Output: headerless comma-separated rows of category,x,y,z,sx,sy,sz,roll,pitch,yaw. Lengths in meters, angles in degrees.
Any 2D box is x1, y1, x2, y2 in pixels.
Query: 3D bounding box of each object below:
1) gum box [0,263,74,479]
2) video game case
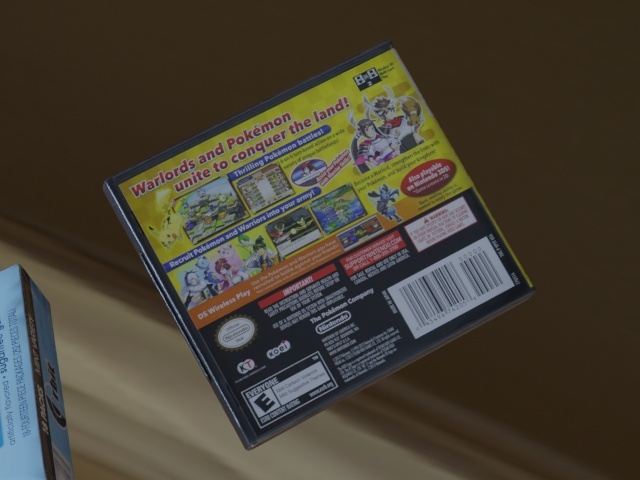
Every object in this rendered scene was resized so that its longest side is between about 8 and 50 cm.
gum box,-0.221,0.112,1.022,0.157,0.184,0.041,-107,-9,-46
video game case,0.000,0.000,1.626,0.274,0.248,0.035,-27,-8,-14
